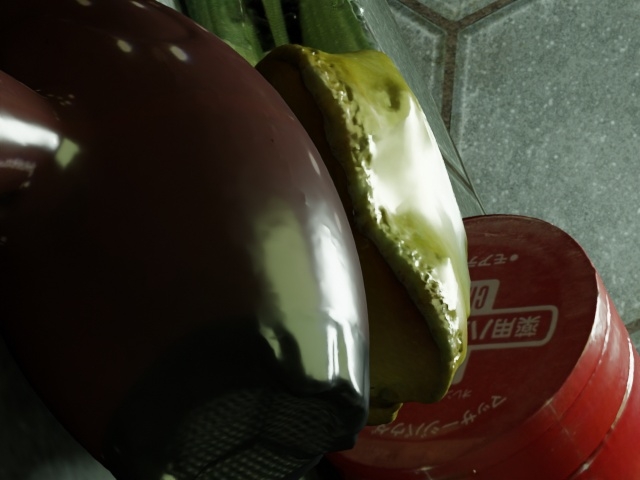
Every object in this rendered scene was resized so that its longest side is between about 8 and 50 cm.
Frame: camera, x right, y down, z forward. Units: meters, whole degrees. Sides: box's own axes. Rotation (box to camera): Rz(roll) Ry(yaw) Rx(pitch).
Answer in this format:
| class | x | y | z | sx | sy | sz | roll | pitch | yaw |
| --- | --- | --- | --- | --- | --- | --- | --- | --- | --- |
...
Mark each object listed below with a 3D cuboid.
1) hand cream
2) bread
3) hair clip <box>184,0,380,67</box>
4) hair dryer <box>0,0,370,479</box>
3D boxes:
| class | x | y | z | sx | sy | sz | roll | pitch | yaw |
| --- | --- | --- | --- | --- | --- | --- | --- | --- | --- |
| hand cream | 0.093 | 0.091 | 0.706 | 0.125 | 0.193 | 0.193 | 54 | 15 | -34 |
| bread | 0.000 | 0.000 | 0.547 | 0.161 | 0.088 | 0.233 | 58 | -17 | -4 |
| hair clip | -0.030 | -0.138 | 0.876 | 0.091 | 0.138 | 0.321 | 94 | -16 | -46 |
| hair dryer | -0.138 | -0.069 | 0.352 | 0.340 | 0.123 | 0.313 | 23 | 30 | -56 |
